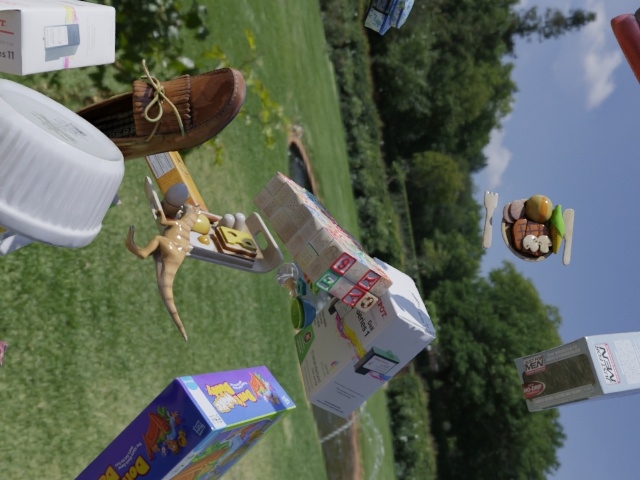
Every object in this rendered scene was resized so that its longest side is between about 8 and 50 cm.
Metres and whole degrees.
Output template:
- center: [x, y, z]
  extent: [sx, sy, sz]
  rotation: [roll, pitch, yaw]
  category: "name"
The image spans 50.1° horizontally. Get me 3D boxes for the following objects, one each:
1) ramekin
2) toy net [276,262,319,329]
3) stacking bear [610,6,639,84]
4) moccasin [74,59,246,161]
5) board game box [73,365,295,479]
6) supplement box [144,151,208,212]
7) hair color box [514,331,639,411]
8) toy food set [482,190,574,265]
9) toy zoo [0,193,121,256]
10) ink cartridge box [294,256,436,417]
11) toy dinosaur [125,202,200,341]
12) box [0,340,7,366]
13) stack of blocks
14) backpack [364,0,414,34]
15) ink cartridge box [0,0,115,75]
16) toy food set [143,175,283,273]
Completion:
- center: [-0.327, -0.094, 0.786]
  extent: [0.109, 0.207, 0.207]
  rotation: [-55, -179, 9]
  category: "ramekin"
- center: [-0.058, 0.094, 1.476]
  extent: [0.232, 0.045, 0.122]
  rotation: [-132, -138, -61]
  category: "toy net"
- center: [0.593, -0.330, 0.986]
  extent: [0.164, 0.289, 0.175]
  rotation: [61, 31, -1]
  category: "stacking bear"
- center: [-0.318, -0.248, 1.297]
  extent: [0.147, 0.380, 0.139]
  rotation: [37, 49, -60]
  category: "moccasin"
- center: [-0.217, 0.313, 0.899]
  extent: [0.078, 0.347, 0.233]
  rotation: [49, 12, 19]
  category: "board game box"
- center: [-0.390, -0.155, 1.839]
  extent: [0.233, 0.080, 0.078]
  rotation: [62, 7, 20]
  category: "supplement box"
- center: [0.604, 0.261, 1.400]
  extent: [0.185, 0.375, 0.113]
  rotation: [-37, -122, 51]
  category: "hair color box"
- center: [0.405, -0.026, 1.308]
  extent: [0.038, 0.192, 0.132]
  rotation: [142, -43, -73]
  category: "toy food set"
- center: [-0.566, -0.044, 1.420]
  extent: [0.192, 0.293, 0.030]
  rotation: [32, -34, 65]
  category: "toy zoo"
- center: [0.085, 0.203, 1.451]
  extent: [0.117, 0.278, 0.201]
  rotation: [32, 23, -29]
  category: "ink cartridge box"
- center: [-0.213, 0.020, 0.947]
  extent: [0.064, 0.112, 0.211]
  rotation: [126, -24, -56]
  category: "toy dinosaur"
- center: [-0.542, 0.217, 0.977]
  extent: [0.091, 0.130, 0.170]
  rotation: [-51, -149, 30]
  category: "box"
- center: [0.000, 0.000, 1.392]
  extent: [0.171, 0.087, 0.297]
  rotation: [33, 14, -45]
  category: "stack of blocks"
- center: [0.146, -0.493, 1.444]
  extent: [0.105, 0.084, 0.114]
  rotation: [-54, 174, -48]
  category: "backpack"
- center: [-0.568, -0.390, 1.275]
  extent: [0.353, 0.207, 0.119]
  rotation: [-45, 147, -64]
  category: "ink cartridge box"
- center: [-0.246, -0.042, 1.571]
  extent: [0.092, 0.306, 0.219]
  rotation: [-59, -143, 20]
  category: "toy food set"
